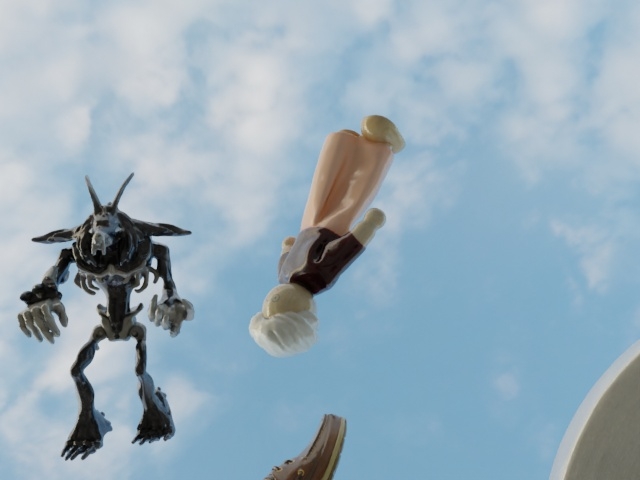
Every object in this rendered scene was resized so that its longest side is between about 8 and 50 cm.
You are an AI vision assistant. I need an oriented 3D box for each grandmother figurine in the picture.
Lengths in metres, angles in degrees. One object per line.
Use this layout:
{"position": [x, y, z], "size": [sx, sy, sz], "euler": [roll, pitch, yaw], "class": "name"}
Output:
{"position": [0.000, 0.000, 1.083], "size": [0.104, 0.208, 0.342], "euler": [31, -117, -15], "class": "grandmother figurine"}

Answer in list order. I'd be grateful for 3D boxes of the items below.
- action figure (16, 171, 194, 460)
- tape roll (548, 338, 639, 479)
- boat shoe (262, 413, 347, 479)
{"position": [-0.205, 0.072, 0.812], "size": [0.164, 0.141, 0.275], "euler": [-5, -83, -9], "class": "action figure"}
{"position": [0.344, 0.215, 0.529], "size": [0.392, 0.072, 0.392], "euler": [-2, -101, 10], "class": "tape roll"}
{"position": [-0.024, 0.231, 0.765], "size": [0.060, 0.064, 0.178], "euler": [25, -130, 5], "class": "boat shoe"}
